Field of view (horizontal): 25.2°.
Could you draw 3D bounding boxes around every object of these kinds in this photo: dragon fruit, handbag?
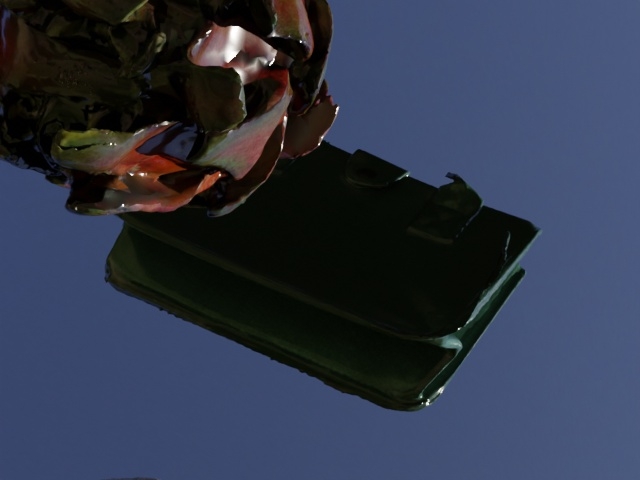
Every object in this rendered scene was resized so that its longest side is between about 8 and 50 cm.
[{"bbox_3d":[-0.077,-0.095,0.644,0.182,0.188,0.182,-1,-103,6],"label":"dragon fruit"},{"bbox_3d":[0.000,0.000,1.224,0.326,0.089,0.238,21,-141,19],"label":"handbag"}]

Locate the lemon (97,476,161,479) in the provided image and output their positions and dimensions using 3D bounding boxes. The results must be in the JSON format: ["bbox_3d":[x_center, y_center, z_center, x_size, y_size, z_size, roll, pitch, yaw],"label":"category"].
[{"bbox_3d":[-0.135,0.349,1.184,0.336,0.336,0.336,-4,-108,11],"label":"lemon"}]
